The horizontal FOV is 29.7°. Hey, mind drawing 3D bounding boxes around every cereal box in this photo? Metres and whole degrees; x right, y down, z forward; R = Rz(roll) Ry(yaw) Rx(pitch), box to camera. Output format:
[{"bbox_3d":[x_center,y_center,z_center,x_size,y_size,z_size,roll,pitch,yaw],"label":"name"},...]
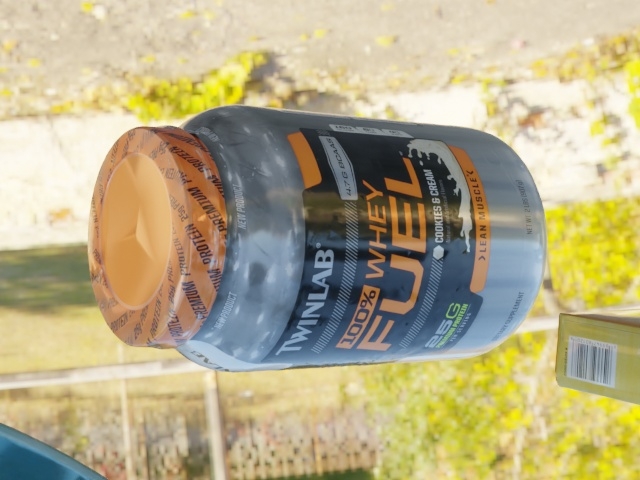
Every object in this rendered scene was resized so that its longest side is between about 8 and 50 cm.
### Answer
[{"bbox_3d":[0.273,0.065,0.667,0.240,0.047,0.173,-2,-174,-38],"label":"cereal box"}]

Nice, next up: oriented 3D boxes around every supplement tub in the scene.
[{"bbox_3d":[0.000,0.000,0.908,0.315,0.194,0.193,0,166,-36],"label":"supplement tub"}]

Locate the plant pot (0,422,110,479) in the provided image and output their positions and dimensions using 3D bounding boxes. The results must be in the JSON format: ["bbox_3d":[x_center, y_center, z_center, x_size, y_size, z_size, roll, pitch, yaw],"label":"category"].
[{"bbox_3d":[-0.167,0.228,0.387,0.271,0.271,0.255,12,117,-55],"label":"plant pot"}]
